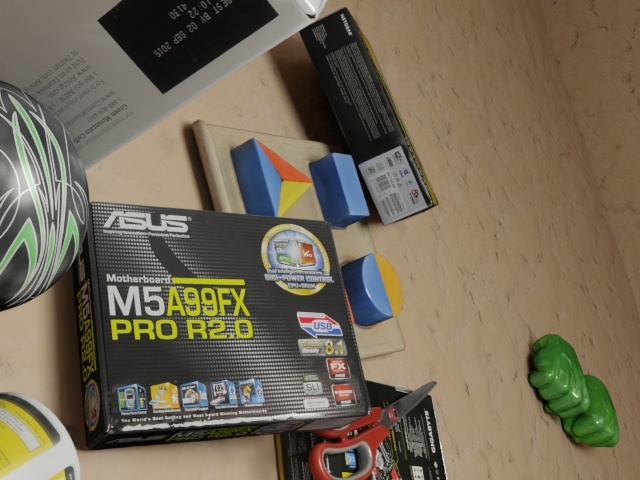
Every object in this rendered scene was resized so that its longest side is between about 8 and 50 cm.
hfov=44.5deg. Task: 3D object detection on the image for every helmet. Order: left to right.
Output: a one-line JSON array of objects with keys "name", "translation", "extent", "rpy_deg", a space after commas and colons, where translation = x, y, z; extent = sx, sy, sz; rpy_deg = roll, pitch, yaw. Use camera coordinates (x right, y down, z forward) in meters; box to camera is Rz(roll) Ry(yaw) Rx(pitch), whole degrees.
[{"name": "helmet", "translation": [-0.253, -0.031, 0.579], "extent": [0.169, 0.162, 0.169], "rpy_deg": [36, 42, -40]}]

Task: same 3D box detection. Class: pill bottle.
[{"name": "pill bottle", "translation": [-0.251, 0.178, 0.496], "extent": [0.184, 0.103, 0.103], "rpy_deg": [-29, 94, -59]}]

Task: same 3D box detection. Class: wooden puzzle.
[{"name": "wooden puzzle", "translation": [0.000, 0.000, 1.026], "extent": [0.348, 0.081, 0.322], "rpy_deg": [3, 67, -56]}]

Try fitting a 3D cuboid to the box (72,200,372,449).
[{"name": "box", "translation": [-0.094, 0.079, 0.755], "extent": [0.270, 0.060, 0.216], "rpy_deg": [5, 62, -33]}]

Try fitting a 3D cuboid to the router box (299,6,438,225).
[{"name": "router box", "translation": [0.084, -0.179, 1.207], "extent": [0.243, 0.081, 0.308], "rpy_deg": [-19, 85, -79]}]

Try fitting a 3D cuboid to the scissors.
[{"name": "scissors", "translation": [0.074, 0.217, 0.905], "extent": [0.297, 0.021, 0.109], "rpy_deg": [11, 57, -53]}]

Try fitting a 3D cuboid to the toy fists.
[{"name": "toy fists", "translation": [0.516, 0.321, 1.588], "extent": [0.279, 0.096, 0.142], "rpy_deg": [46, 26, -27]}]

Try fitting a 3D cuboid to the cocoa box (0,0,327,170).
[{"name": "cocoa box", "translation": [-0.177, -0.231, 0.654], "extent": [0.231, 0.347, 0.228], "rpy_deg": [49, 34, -24]}]

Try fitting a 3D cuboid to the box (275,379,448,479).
[{"name": "box", "translation": [0.064, 0.325, 0.906], "extent": [0.257, 0.079, 0.321], "rpy_deg": [22, 52, -47]}]
